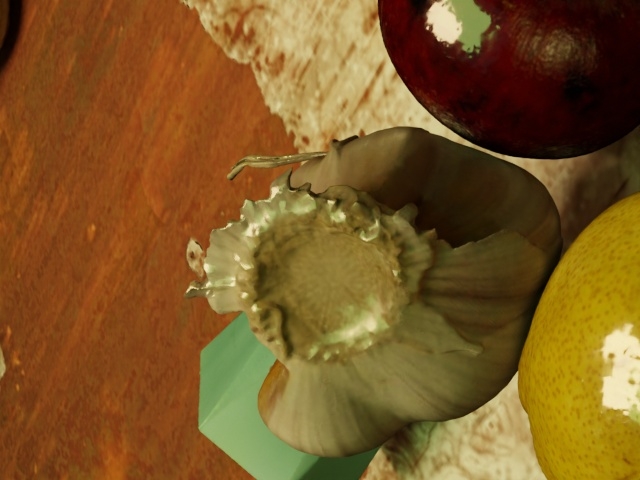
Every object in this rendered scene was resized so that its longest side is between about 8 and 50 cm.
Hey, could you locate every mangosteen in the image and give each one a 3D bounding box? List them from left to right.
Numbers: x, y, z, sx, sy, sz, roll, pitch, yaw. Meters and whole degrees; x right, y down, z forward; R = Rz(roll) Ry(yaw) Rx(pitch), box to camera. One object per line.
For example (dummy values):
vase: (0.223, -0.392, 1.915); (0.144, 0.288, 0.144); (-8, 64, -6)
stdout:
mangosteen: (0.119, -0.124, 0.981); (0.200, 0.200, 0.200); (13, 107, 50)

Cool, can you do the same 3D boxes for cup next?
cup: (0.029, 0.058, 1.148); (0.148, 0.134, 0.236); (40, 127, -1)

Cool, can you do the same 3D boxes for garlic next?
garlic: (0.000, 0.000, 0.958); (0.256, 0.207, 0.207); (37, 125, 30)

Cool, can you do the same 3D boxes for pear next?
pear: (0.201, 0.074, 0.872); (0.209, 0.209, 0.209); (13, 107, 50)

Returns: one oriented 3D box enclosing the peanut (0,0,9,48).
peanut: (-0.340, -0.252, 1.563); (0.123, 0.123, 0.257); (48, 135, 34)
